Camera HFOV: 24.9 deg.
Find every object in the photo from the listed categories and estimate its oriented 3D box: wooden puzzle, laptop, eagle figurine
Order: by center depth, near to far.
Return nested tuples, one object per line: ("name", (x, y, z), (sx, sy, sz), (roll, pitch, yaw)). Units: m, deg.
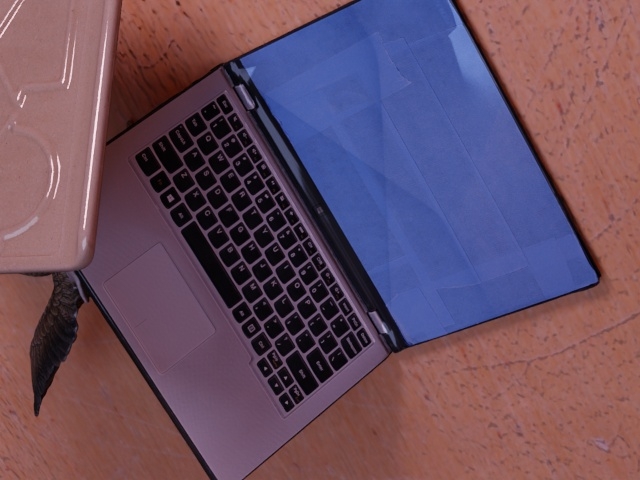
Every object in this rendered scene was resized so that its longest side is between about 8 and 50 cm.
("wooden puzzle", (-0.335, -0.115, 1.436), (0.347, 0.080, 0.322), (-4, 72, 27))
("laptop", (0.000, 0.000, 1.475), (0.382, 0.408, 0.236), (59, 155, -16))
("eagle figurine", (-0.286, 0.044, 1.635), (0.298, 0.226, 0.225), (-27, 126, 26))
